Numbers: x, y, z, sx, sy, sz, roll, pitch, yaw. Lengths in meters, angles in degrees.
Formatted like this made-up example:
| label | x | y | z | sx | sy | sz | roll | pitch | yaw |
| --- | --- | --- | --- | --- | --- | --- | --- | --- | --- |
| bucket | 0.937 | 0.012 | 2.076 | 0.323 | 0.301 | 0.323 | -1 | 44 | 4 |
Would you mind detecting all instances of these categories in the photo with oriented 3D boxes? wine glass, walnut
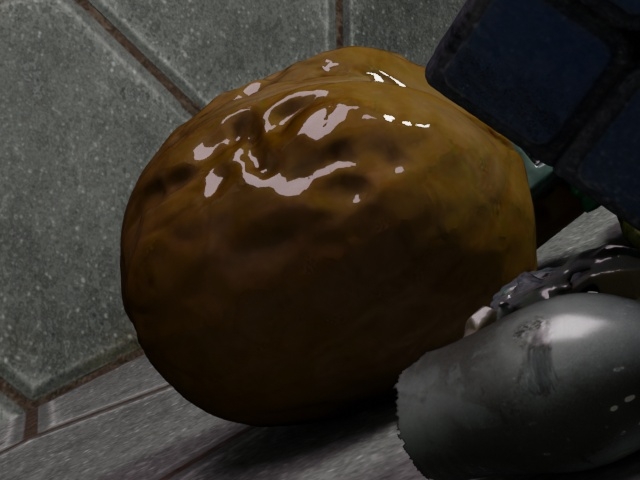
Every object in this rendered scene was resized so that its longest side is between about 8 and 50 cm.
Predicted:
| label | x | y | z | sx | sy | sz | roll | pitch | yaw |
| --- | --- | --- | --- | --- | --- | --- | --- | --- | --- |
| wine glass | 0.151 | 0.074 | 0.709 | 0.222 | 0.103 | 0.103 | -21 | 4 | 31 |
| walnut | 0.000 | 0.000 | 1.186 | 0.397 | 0.308 | 0.354 | -20 | 19 | 15 |

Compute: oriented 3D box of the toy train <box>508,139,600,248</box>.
| label | x | y | z | sx | sy | sz | roll | pitch | yaw |
| --- | --- | --- | --- | --- | --- | --- | --- | --- | --- |
| toy train | 0.205 | -0.059 | 1.442 | 0.429 | 0.178 | 0.249 | -37 | -11 | -2 |

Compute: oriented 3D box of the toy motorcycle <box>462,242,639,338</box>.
| label | x | y | z | sx | sy | sz | roll | pitch | yaw |
| --- | --- | --- | --- | --- | --- | --- | --- | --- | --- |
| toy motorcycle | 0.181 | 0.066 | 0.851 | 0.130 | 0.094 | 0.229 | -30 | 19 | -28 |

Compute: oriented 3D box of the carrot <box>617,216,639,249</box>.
| label | x | y | z | sx | sy | sz | roll | pitch | yaw |
| --- | --- | --- | --- | --- | --- | --- | --- | --- | --- |
| carrot | 0.365 | -0.042 | 1.445 | 0.074 | 0.074 | 0.358 | -22 | 5 | 19 |

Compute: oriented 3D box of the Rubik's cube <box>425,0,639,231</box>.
| label | x | y | z | sx | sy | sz | roll | pitch | yaw |
| --- | --- | --- | --- | --- | --- | --- | --- | --- | --- |
| Rubik's cube | 0.289 | -0.176 | 0.789 | 0.301 | 0.305 | 0.304 | -56 | -4 | 36 |
